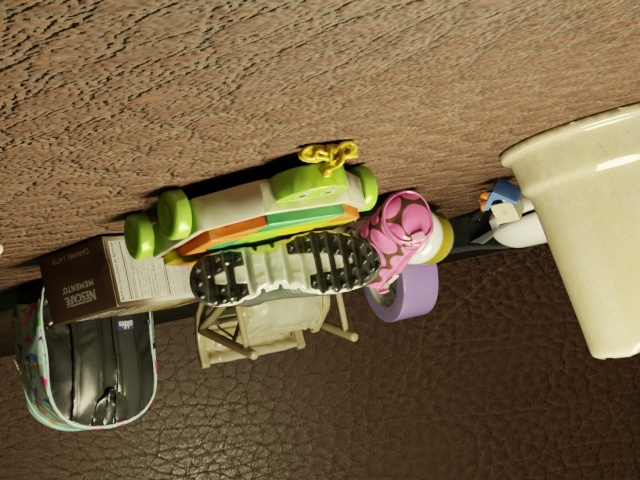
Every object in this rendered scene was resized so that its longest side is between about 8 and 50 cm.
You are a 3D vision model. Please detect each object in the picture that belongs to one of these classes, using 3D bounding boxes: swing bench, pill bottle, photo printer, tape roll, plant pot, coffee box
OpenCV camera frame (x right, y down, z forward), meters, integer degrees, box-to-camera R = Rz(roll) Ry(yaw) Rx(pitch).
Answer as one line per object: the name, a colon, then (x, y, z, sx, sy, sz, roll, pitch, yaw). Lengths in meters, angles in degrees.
swing bench: (-0.103, 0.159, 2.118, 0.253, 0.165, 0.255, -8, 175, -32)
pill bottle: (0.171, -0.009, 1.791, 0.103, 0.103, 0.184, -14, 174, 16)
photo printer: (0.486, -0.066, 1.904, 0.308, 0.107, 0.256, -11, 174, -21)
tape roll: (0.154, 0.065, 2.038, 0.080, 0.188, 0.189, -10, 174, -23)
plant pot: (0.444, -0.009, 1.382, 0.334, 0.305, 0.334, -13, 175, -1)
coffee box: (-0.251, 0.049, 1.440, 0.141, 0.098, 0.247, -17, 173, 36)

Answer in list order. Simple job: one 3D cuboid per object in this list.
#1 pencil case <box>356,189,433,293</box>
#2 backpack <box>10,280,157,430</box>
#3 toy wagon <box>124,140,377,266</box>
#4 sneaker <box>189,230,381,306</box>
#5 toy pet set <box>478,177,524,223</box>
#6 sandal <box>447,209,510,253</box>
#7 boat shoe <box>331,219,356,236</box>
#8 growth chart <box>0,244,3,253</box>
pencil case: (0.112, 0.005, 1.610, 0.095, 0.098, 0.209, -9, 159, -17)
backpack: (-0.393, 0.191, 1.695, 0.225, 0.253, 0.191, -3, 168, -43)
toy wagon: (-0.064, -0.036, 1.188, 0.267, 0.068, 0.344, -10, 174, -30)
sneaker: (-0.046, 0.036, 1.240, 0.234, 0.078, 0.106, -8, 176, -11)
toy pet set: (0.305, -0.084, 1.690, 0.122, 0.065, 0.114, -13, -150, 35)
sandal: (0.340, -0.027, 2.089, 0.255, 0.097, 0.054, -17, 146, 31)
boat shoe: (0.000, 0.000, 1.526, 0.117, 0.096, 0.324, -14, 174, 7)
growth chart: (-0.491, 0.038, 1.202, 0.237, 0.021, 0.172, -10, 173, -26)
